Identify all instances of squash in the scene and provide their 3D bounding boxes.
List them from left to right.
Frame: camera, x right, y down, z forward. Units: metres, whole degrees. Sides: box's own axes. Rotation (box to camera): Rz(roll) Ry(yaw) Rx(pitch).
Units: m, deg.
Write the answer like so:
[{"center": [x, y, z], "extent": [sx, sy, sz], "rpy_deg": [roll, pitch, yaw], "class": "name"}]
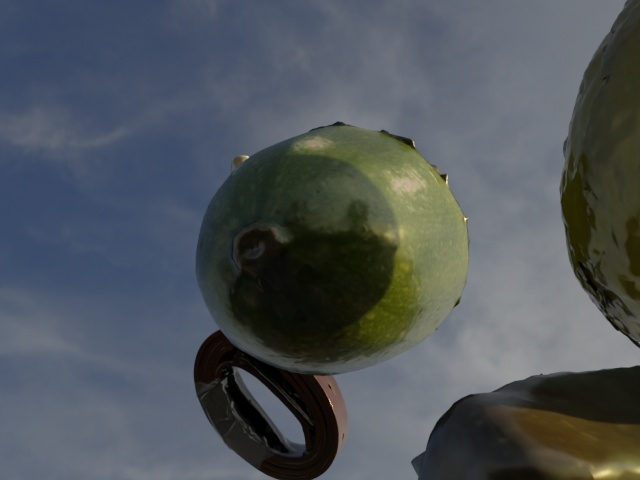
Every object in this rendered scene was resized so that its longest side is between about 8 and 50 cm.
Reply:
[{"center": [0.011, 0.028, 0.913], "extent": [0.311, 0.309, 0.310], "rpy_deg": [1, -82, 8], "class": "squash"}]

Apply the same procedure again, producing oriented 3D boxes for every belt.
[{"center": [-0.074, 0.238, 1.278], "extent": [0.261, 0.105, 0.184], "rpy_deg": [43, -78, 6], "class": "belt"}]

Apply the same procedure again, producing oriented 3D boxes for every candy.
[{"center": [0.161, 0.132, 0.471], "extent": [0.234, 0.102, 0.104], "rpy_deg": [3, -64, -27], "class": "candy"}]

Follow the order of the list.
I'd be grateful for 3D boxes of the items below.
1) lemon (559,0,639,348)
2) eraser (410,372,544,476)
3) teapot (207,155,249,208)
[{"center": [0.357, -0.048, 0.595], "extent": [0.387, 0.349, 0.349], "rpy_deg": [15, -34, 36], "class": "lemon"}, {"center": [0.231, 0.265, 1.125], "extent": [0.212, 0.046, 0.092], "rpy_deg": [-38, -48, 13], "class": "eraser"}, {"center": [-0.121, -0.029, 1.458], "extent": [0.145, 0.092, 0.226], "rpy_deg": [-3, -51, -2], "class": "teapot"}]
